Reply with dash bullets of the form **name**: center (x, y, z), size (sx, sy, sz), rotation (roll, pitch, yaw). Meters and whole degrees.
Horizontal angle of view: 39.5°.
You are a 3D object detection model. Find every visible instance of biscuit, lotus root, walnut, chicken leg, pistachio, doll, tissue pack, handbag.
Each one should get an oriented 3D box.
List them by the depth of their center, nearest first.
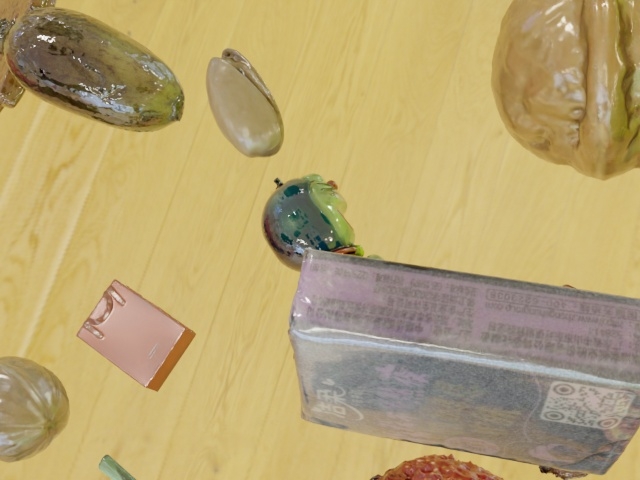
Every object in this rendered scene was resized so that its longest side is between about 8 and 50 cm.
- **tissue pack**: center (0.065, 0.058, 0.409), size (0.156, 0.112, 0.051), rotation (8, 58, 8)
- **lotus root**: center (-0.203, -0.149, 0.783), size (0.179, 0.089, 0.080), rotation (24, 39, 4)
- **chicken leg**: center (0.309, 0.281, 1.104), size (0.083, 0.036, 0.021), rotation (-21, 104, 24)
- **walnut**: center (-0.406, 0.219, 1.164), size (0.162, 0.140, 0.140), rotation (25, 74, 22)
- **biscuit**: center (-0.434, -0.258, 1.224), size (0.043, 0.301, 0.278), rotation (22, 56, -34)
- **walnut**: center (0.450, -0.277, 1.382), size (0.384, 0.383, 0.383), rotation (2, 77, -7)
- **handbag**: center (-0.334, 0.168, 1.605), size (0.190, 0.063, 0.127), rotation (31, 84, 26)
- **pistachio**: center (-0.148, -0.264, 1.742), size (0.136, 0.136, 0.226), rotation (-29, 102, -12)
- **doll**: center (0.000, 0.000, 1.787), size (0.186, 0.198, 0.322), rotation (-36, 72, 2)

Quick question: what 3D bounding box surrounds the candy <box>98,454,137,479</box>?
- **candy**: center (-0.110, 0.293, 0.851), size (0.262, 0.077, 0.073), rotation (38, 111, 6)

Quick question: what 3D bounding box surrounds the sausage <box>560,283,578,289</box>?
- **sausage**: center (0.236, 0.062, 0.859), size (0.030, 0.147, 0.035), rotation (9, 84, 17)

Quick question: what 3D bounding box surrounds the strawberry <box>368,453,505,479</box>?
- **strawberry**: center (0.170, 0.398, 1.117), size (0.239, 0.288, 0.250), rotation (-31, 95, -32)
